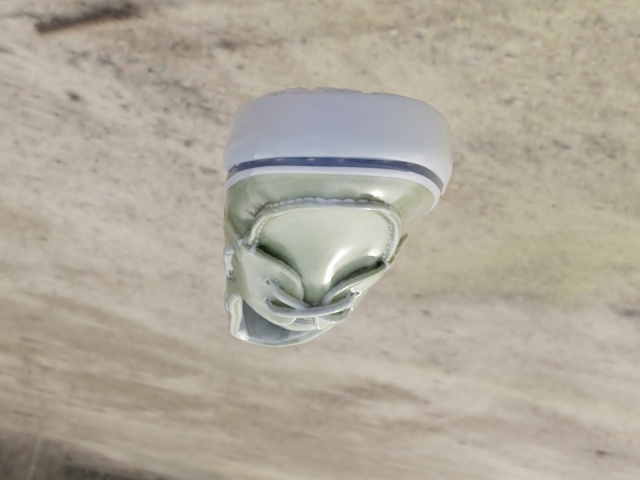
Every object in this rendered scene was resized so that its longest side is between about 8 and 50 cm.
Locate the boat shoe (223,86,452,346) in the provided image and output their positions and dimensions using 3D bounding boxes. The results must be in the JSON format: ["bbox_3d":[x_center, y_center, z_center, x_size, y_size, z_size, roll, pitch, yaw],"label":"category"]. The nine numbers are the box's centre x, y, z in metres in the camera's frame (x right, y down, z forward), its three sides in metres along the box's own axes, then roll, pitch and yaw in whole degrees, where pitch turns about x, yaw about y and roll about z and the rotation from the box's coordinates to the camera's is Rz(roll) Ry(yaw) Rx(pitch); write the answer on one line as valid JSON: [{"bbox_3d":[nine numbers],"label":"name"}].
[{"bbox_3d":[0.000,0.000,0.616,0.109,0.094,0.302,5,169,-6],"label":"boat shoe"}]
